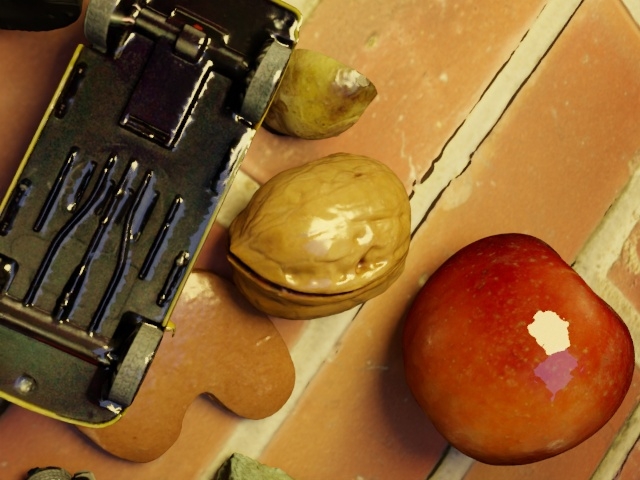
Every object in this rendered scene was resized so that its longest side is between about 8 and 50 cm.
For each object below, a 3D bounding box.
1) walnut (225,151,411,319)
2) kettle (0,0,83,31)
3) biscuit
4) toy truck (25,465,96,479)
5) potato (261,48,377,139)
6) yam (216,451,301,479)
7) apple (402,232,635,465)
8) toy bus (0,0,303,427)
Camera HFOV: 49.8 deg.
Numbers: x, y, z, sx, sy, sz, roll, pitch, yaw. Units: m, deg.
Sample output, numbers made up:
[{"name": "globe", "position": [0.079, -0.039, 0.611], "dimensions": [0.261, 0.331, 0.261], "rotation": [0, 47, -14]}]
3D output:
[{"name": "walnut", "position": [0.000, 0.000, 0.616], "dimensions": [0.180, 0.144, 0.144], "rotation": [-18, 108, -30]}, {"name": "kettle", "position": [-0.236, -0.274, 0.445], "dimensions": [0.201, 0.144, 0.232], "rotation": [4, 83, 5]}, {"name": "biscuit", "position": [-0.125, 0.130, 0.638], "dimensions": [0.192, 0.036, 0.186], "rotation": [-41, 116, -12]}, {"name": "toy truck", "position": [-0.286, 0.313, 0.552], "dimensions": [0.267, 0.124, 0.156], "rotation": [-22, 117, -18]}, {"name": "potato", "position": [-0.007, -0.122, 0.603], "dimensions": [0.096, 0.103, 0.067], "rotation": [28, 85, -26]}, {"name": "yam", "position": [-0.054, 0.383, 0.644], "dimensions": [0.202, 0.201, 0.271], "rotation": [27, 95, -27]}, {"name": "apple", "position": [0.191, 0.107, 0.684], "dimensions": [0.201, 0.218, 0.218], "rotation": [-37, 117, 14]}, {"name": "toy bus", "position": [-0.140, -0.038, 0.523], "dimensions": [0.145, 0.151, 0.331], "rotation": [25, 88, -7]}]
